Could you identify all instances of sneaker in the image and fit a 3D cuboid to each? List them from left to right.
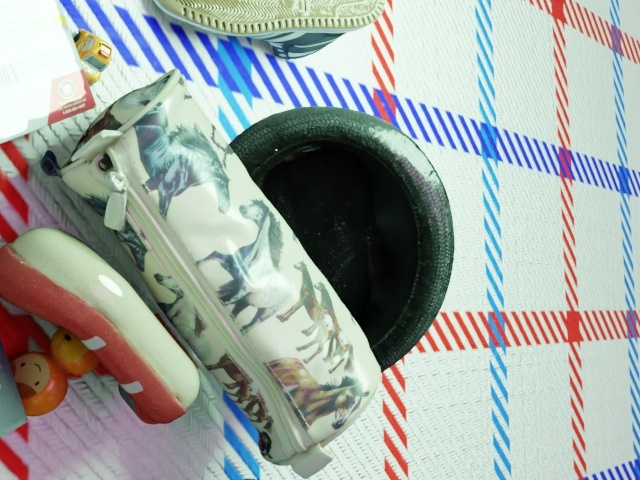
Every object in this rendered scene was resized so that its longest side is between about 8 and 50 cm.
[{"bbox_3d":[-0.079,-0.281,1.179,0.282,0.153,0.099,-1,89,-23],"label":"sneaker"}]

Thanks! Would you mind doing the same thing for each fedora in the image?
[{"bbox_3d":[0.000,0.000,1.146,0.152,0.334,0.334,-87,160,-73],"label":"fedora"}]

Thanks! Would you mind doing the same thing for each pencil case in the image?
[{"bbox_3d":[-0.097,0.038,0.983,0.410,0.160,0.183,56,31,-14],"label":"pencil case"}]

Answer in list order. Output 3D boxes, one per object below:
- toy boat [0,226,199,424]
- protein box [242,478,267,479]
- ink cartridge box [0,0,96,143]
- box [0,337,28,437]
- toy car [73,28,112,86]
[{"bbox_3d":[-0.231,0.101,0.906,0.151,0.151,0.231,-42,123,-14],"label":"toy boat"},{"bbox_3d":[-0.067,0.344,1.016,0.201,0.200,0.136,-5,89,-52],"label":"protein box"},{"bbox_3d":[-0.297,-0.182,0.882,0.127,0.072,0.175,-34,113,-49],"label":"ink cartridge box"},{"bbox_3d":[-0.362,0.113,0.772,0.233,0.059,0.183,-30,109,-51],"label":"box"},{"bbox_3d":[-0.251,-0.213,0.973,0.122,0.040,0.060,52,48,-36],"label":"toy car"}]
